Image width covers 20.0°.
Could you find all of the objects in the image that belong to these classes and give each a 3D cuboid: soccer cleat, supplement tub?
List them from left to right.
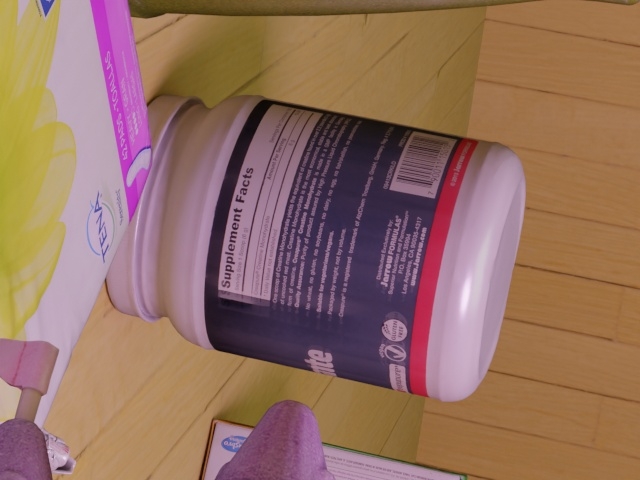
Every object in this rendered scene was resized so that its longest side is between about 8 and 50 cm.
[{"bbox_3d":[-0.181,0.133,1.172,0.083,0.036,0.029,78,27,-64],"label":"soccer cleat"},{"bbox_3d":[0.000,0.000,1.318,0.191,0.272,0.191,12,90,-78],"label":"supplement tub"}]

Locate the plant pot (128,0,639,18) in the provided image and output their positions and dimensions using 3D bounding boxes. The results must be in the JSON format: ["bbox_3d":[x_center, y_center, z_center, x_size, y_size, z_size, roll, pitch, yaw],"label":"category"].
[{"bbox_3d":[0.031,-0.274,1.001,0.366,0.353,0.366,12,90,-79],"label":"plant pot"}]

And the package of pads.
[{"bbox_3d":[-0.170,-0.048,0.885,0.296,0.101,0.229,85,20,-53],"label":"package of pads"}]

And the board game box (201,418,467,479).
[{"bbox_3d":[-0.015,0.345,1.674,0.064,0.242,0.316,41,62,-79],"label":"board game box"}]

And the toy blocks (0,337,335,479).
[{"bbox_3d":[-0.017,0.164,0.552,0.309,0.289,0.260,82,20,-65],"label":"toy blocks"}]
